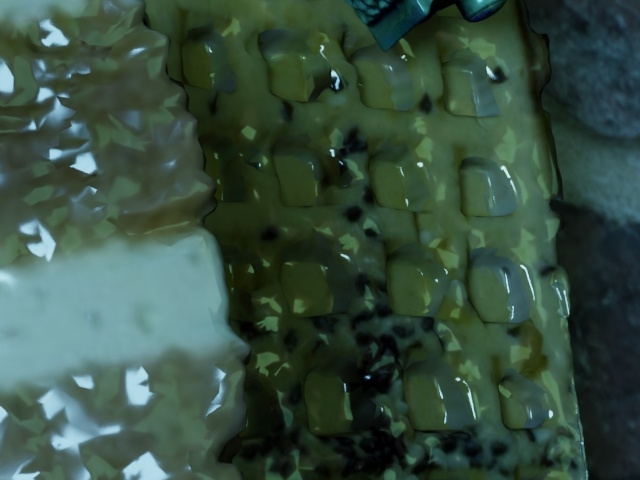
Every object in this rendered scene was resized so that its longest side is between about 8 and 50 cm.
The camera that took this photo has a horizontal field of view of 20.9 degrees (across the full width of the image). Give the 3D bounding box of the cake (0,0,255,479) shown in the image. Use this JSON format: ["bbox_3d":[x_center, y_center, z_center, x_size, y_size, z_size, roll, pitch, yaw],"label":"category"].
[{"bbox_3d":[-0.166,0.017,0.631,0.282,0.256,0.290,-12,82,-12],"label":"cake"}]

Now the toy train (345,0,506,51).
[{"bbox_3d":[0.030,-0.181,0.874,0.099,0.070,0.172,-28,87,-27],"label":"toy train"}]

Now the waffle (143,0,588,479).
[{"bbox_3d":[0.000,0.000,0.892,0.261,0.114,0.376,6,70,-34],"label":"waffle"}]
